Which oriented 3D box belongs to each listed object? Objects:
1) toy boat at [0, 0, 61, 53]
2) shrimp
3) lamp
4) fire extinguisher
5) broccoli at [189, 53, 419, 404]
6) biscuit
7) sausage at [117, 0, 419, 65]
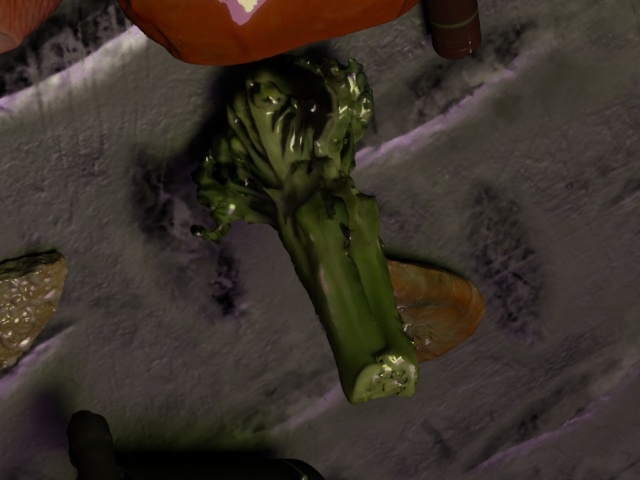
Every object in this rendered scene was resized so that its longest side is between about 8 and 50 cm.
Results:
[{"bbox_3d":[-0.299,-0.176,1.229,0.318,0.099,0.141,-3,154,-28],"label":"toy boat"},{"bbox_3d":[0.060,0.064,1.678,0.133,0.053,0.236,-36,143,29],"label":"shrimp"},{"bbox_3d":[-0.098,0.297,1.649,0.272,0.205,0.374,-10,147,-18],"label":"lamp"},{"bbox_3d":[0.106,-0.223,1.458,0.157,0.045,0.078,74,31,-49],"label":"fire extinguisher"},{"bbox_3d":[0.007,-0.002,1.406,0.145,0.304,0.165,10,136,-37],"label":"broccoli"},{"bbox_3d":[-0.326,0.088,1.468,0.250,0.032,0.133,-15,133,-22],"label":"biscuit"},{"bbox_3d":[-0.029,-0.219,1.305,0.268,0.153,0.141,-15,119,-23],"label":"sausage"}]
